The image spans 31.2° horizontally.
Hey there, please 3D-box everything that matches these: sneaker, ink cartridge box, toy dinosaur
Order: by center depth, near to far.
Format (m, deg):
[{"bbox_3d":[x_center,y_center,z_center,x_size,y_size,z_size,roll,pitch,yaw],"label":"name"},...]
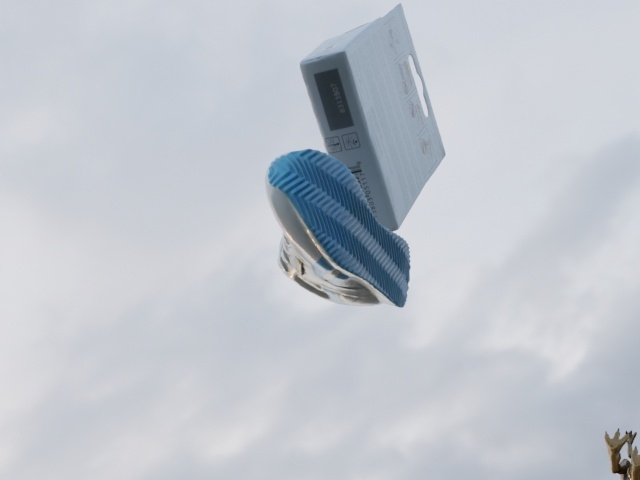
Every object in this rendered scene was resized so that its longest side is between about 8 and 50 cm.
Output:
[{"bbox_3d":[0.000,0.000,0.983,0.092,0.087,0.229,-2,-28,25],"label":"sneaker"},{"bbox_3d":[0.060,-0.130,1.196,0.066,0.232,0.189,-12,-72,19],"label":"ink cartridge box"},{"bbox_3d":[0.338,0.267,1.224,0.064,0.211,0.112,2,-47,38],"label":"toy dinosaur"}]
